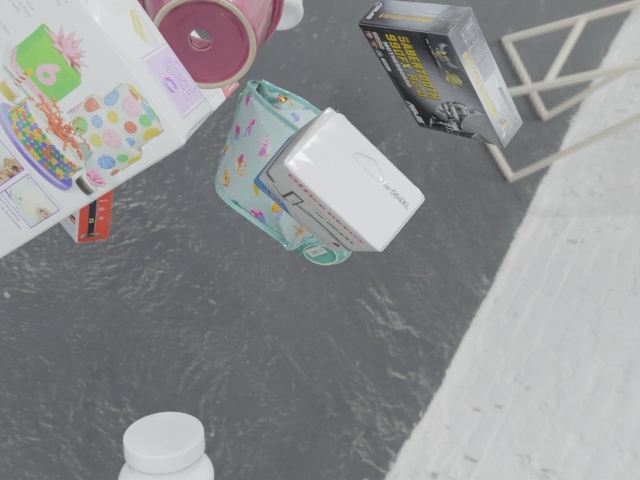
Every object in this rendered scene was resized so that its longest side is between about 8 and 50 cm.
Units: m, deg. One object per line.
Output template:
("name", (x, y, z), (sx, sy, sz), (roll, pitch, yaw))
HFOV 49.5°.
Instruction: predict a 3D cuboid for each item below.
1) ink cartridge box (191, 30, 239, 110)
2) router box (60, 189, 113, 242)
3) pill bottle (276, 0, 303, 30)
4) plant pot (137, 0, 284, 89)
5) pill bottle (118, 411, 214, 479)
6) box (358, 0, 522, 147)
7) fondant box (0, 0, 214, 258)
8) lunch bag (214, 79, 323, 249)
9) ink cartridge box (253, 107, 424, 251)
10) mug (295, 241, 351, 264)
("ink cartridge box", (-0.418, -0.465, 1.764), (0.385, 0.160, 0.279), (50, 26, -15))
("router box", (-0.604, -0.204, 1.676), (0.082, 0.335, 0.301), (-10, 125, -39))
("pill bottle", (-0.108, -0.660, 1.797), (0.117, 0.117, 0.215), (20, 55, -41))
("plant pot", (-0.145, -0.299, 0.902), (0.201, 0.201, 0.180), (39, 31, -35))
("pill bottle", (-0.246, 0.425, 1.123), (0.153, 0.153, 0.265), (-15, 113, -42))
("box", (0.182, -0.249, 1.040), (0.056, 0.183, 0.231), (-51, 133, -11))
("fondant box", (-0.317, -0.146, 0.752), (0.238, 0.330, 0.096), (55, 29, -18))
("lunch bag", (-0.074, -0.145, 1.275), (0.160, 0.262, 0.223), (-13, 133, -49))
("ink cartridge box", (0.013, -0.063, 0.832), (0.148, 0.203, 0.086), (42, 80, -10))
("mug", (0.009, -0.001, 1.470), (0.158, 0.129, 0.097), (95, 8, -55))
